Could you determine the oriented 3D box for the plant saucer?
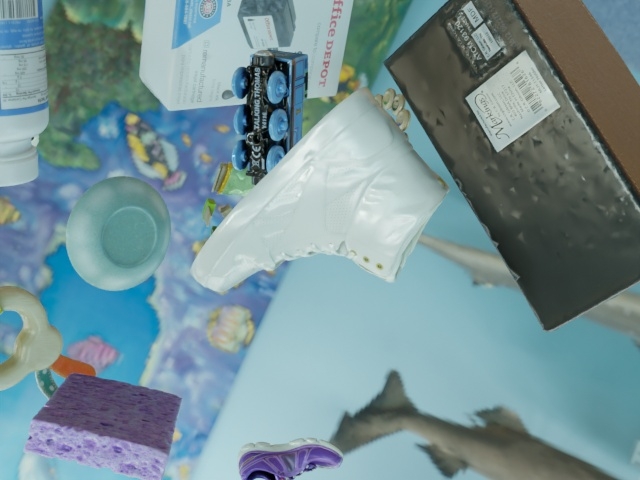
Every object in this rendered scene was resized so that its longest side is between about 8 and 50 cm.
[{"bbox_3d":[-0.324,-0.009,1.679,0.195,0.195,0.037,32,168,-38],"label":"plant saucer"}]

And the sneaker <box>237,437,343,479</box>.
[{"bbox_3d":[-0.047,0.361,1.607,0.169,0.071,0.068,-6,139,2],"label":"sneaker"}]

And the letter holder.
[{"bbox_3d":[0.243,-0.100,0.968,0.214,0.302,0.152,-18,164,-46],"label":"letter holder"}]

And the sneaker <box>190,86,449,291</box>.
[{"bbox_3d":[0.000,0.000,1.056,0.169,0.292,0.108,48,-151,2],"label":"sneaker"}]

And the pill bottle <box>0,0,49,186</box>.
[{"bbox_3d":[-0.361,-0.176,1.100,0.124,0.222,0.124,2,-162,-1],"label":"pill bottle"}]

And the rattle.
[{"bbox_3d":[-0.377,0.115,1.191,0.142,0.130,0.199,4,165,32],"label":"rattle"}]

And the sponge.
[{"bbox_3d":[-0.191,0.165,0.926,0.117,0.031,0.210,14,-178,-5],"label":"sponge"}]

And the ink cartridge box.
[{"bbox_3d":[-0.113,-0.339,1.598,0.307,0.223,0.129,-10,-143,-30],"label":"ink cartridge box"}]

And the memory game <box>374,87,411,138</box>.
[{"bbox_3d":[0.099,-0.165,1.699,0.012,0.186,0.186,10,178,-25],"label":"memory game"}]

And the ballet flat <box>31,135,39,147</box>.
[{"bbox_3d":[-0.530,-0.220,1.874,0.052,0.057,0.168,55,141,22],"label":"ballet flat"}]

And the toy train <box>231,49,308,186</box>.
[{"bbox_3d":[-0.064,-0.164,1.342,0.080,0.184,0.105,11,-157,25],"label":"toy train"}]

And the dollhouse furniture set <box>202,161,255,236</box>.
[{"bbox_3d":[-0.148,-0.053,1.675,0.076,0.152,0.059,9,-146,-22],"label":"dollhouse furniture set"}]
